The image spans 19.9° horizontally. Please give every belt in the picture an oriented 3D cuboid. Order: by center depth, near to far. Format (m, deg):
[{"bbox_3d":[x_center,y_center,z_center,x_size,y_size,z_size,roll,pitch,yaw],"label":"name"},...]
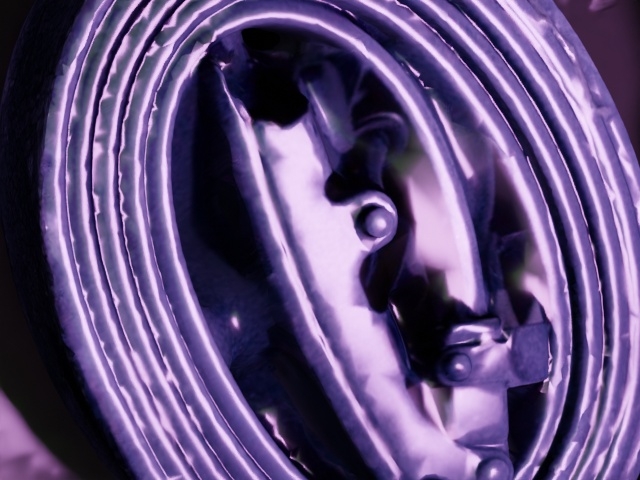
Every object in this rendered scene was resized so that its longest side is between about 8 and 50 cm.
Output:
[{"bbox_3d":[0.000,0.000,0.436,0.141,0.082,0.190,-28,106,-15],"label":"belt"}]
